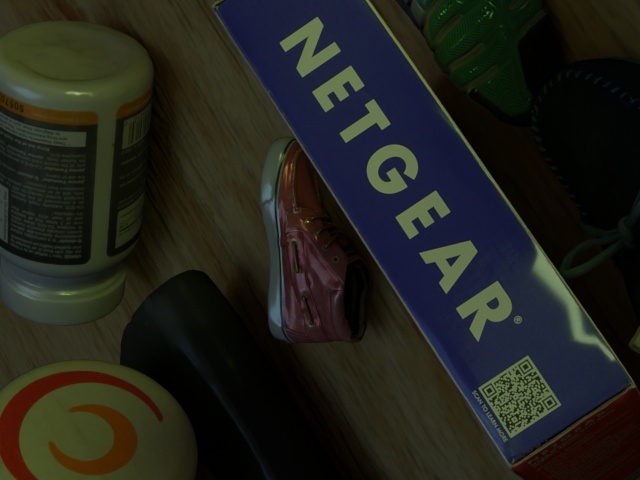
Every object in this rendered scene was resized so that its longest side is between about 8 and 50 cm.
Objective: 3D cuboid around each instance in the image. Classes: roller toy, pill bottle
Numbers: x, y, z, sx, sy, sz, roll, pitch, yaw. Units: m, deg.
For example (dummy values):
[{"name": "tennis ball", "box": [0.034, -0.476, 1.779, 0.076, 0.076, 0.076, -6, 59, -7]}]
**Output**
[{"name": "roller toy", "box": [-0.204, 0.215, 1.316, 0.209, 0.191, 0.146, 21, 134, 9]}, {"name": "pill bottle", "box": [-0.253, -0.064, 1.509, 0.162, 0.162, 0.278, 40, 133, 38]}]

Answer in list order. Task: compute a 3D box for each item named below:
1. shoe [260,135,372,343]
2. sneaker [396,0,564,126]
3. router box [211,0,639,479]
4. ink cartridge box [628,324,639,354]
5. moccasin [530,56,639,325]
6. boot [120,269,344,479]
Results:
[{"name": "shoe", "box": [0.000, 0.000, 1.281, 0.081, 0.063, 0.178, 1, 94, 31]}, {"name": "sneaker", "box": [0.095, -0.175, 1.080, 0.223, 0.083, 0.098, 54, -177, 5]}, {"name": "router box", "box": [0.088, 0.003, 0.979, 0.335, 0.082, 0.301, 58, -174, 22]}, {"name": "ink cartridge box", "box": [0.292, 0.024, 0.774, 0.206, 0.045, 0.208, 36, 119, 23]}, {"name": "moccasin", "box": [0.236, 0.007, 0.899, 0.342, 0.117, 0.137, 47, 138, 32]}, {"name": "boot", "box": [-0.011, 0.198, 1.324, 0.445, 0.146, 0.367, 58, 141, 27]}]
